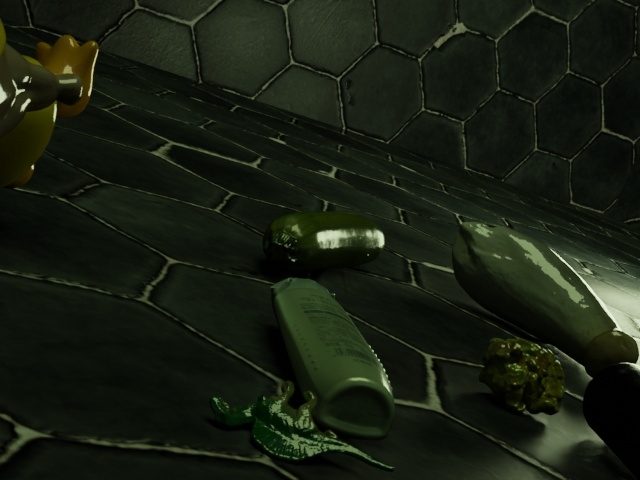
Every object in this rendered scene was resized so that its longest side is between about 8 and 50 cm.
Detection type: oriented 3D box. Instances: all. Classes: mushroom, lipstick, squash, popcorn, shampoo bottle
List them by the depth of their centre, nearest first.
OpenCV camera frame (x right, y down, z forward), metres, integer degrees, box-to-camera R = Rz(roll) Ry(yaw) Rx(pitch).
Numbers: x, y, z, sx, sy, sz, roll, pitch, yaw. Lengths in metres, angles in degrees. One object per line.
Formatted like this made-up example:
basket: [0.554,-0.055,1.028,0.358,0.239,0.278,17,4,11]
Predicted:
lipstick: [0.292,0.178,0.811,0.081,0.081,0.300,18,11,-15]
shampoo bottle: [0.005,0.084,0.811,0.072,0.049,0.212,14,13,-15]
popcorn: [0.182,0.120,0.945,0.083,0.059,0.068,32,13,9]
squash: [0.000,0.000,1.161,0.069,0.069,0.258,26,12,24]
mushroom: [0.271,0.072,1.241,0.118,0.103,0.270,10,21,-46]

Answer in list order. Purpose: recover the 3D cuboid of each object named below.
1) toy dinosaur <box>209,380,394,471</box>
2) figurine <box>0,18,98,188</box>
toy dinosaur: [-0.012,0.125,0.667,0.119,0.029,0.060,29,28,12]
figurine: [-0.274,-0.097,0.732,0.187,0.215,0.343,27,10,9]
